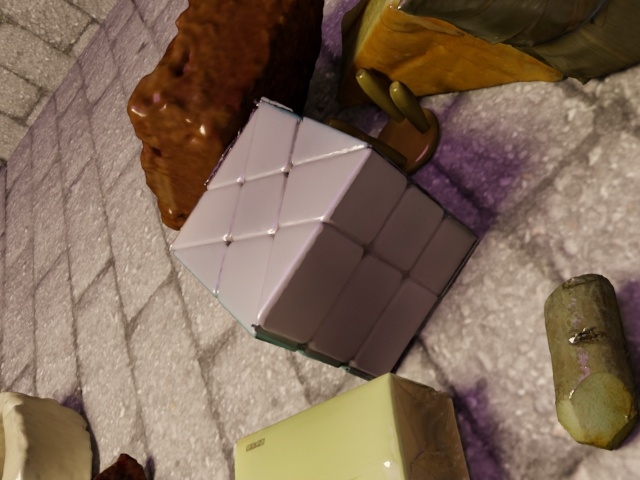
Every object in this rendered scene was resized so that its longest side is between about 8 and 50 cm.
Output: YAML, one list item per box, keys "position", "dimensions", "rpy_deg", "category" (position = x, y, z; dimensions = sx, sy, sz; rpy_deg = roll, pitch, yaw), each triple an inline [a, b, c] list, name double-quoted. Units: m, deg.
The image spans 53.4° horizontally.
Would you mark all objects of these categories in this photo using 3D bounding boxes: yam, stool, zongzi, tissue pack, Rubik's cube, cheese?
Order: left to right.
- position: [-0.555, 0.436, 1.165]
  dimensions: [0.292, 0.153, 0.332]
  rpy_deg: [-49, 41, 14]
  category: "cheese"
- position: [0.000, 0.000, 0.757]
  dimensions: [0.231, 0.225, 0.221]
  rpy_deg: [35, 93, 47]
  category: "Rubik's cube"
- position: [0.026, 0.258, 0.657]
  dimensions: [0.234, 0.125, 0.159]
  rpy_deg: [-32, 46, 32]
  category: "tissue pack"
- position: [0.087, -0.156, 0.863]
  dimensions: [0.134, 0.110, 0.135]
  rpy_deg: [-23, 51, 39]
  category: "stool"
- position: [0.169, -0.343, 0.595]
  dimensions: [0.174, 0.393, 0.356]
  rpy_deg: [-24, 77, 49]
  category: "zongzi"
- position: [0.239, 0.107, 0.565]
  dimensions: [0.070, 0.070, 0.146]
  rpy_deg: [-23, 50, 38]
  category: "yam"

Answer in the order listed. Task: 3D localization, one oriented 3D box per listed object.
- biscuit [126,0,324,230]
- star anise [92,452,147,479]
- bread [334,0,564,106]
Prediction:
- position: [-0.123, -0.223, 0.961]
  dimensions: [0.342, 0.166, 0.395]
  rpy_deg: [95, -166, -65]
  category: "biscuit"
- position: [-0.330, 0.437, 0.941]
  dimensions: [0.220, 0.126, 0.190]
  rpy_deg: [-44, 27, -1]
  category: "star anise"
- position: [0.170, -0.309, 0.919]
  dimensions: [0.362, 0.245, 0.233]
  rpy_deg: [148, 142, -75]
  category: "bread"
